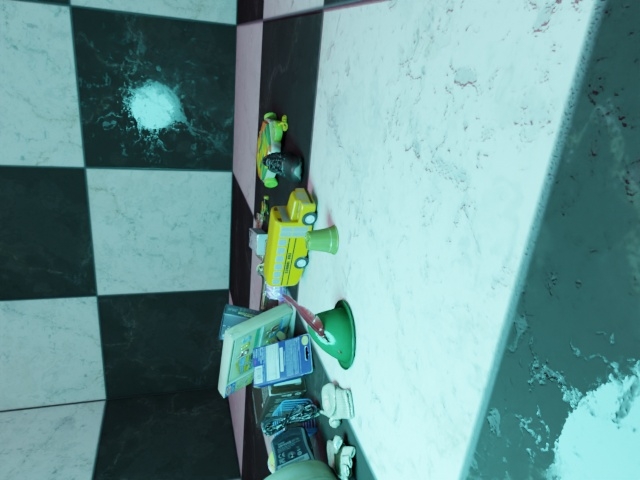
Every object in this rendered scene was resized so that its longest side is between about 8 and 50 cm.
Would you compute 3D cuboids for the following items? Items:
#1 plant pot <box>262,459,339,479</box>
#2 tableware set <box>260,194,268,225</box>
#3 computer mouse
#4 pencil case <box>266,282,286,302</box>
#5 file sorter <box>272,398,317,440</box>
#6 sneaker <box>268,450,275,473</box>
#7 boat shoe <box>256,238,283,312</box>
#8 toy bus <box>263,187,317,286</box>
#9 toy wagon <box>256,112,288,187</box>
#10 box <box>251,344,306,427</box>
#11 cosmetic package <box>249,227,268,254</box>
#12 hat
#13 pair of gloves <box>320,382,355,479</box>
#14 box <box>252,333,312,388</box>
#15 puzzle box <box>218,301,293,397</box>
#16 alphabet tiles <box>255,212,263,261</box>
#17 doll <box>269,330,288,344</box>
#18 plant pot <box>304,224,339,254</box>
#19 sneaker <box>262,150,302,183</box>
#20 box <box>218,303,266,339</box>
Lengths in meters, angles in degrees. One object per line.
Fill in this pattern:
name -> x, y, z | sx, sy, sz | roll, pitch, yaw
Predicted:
plant pot -> -0.025, 0.749, 1.093 | 0.280, 0.323, 0.323 | 32, 123, 51
tableware set -> -0.267, -0.153, 2.212 | 0.154, 0.024, 0.104 | 107, 158, -48
computer mouse -> -0.070, 0.621, 1.351 | 0.272, 0.189, 0.072 | -109, 0, -58
pencil case -> -0.167, 0.132, 1.818 | 0.088, 0.086, 0.206 | 16, 110, 43
file sorter -> -0.091, 0.603, 1.545 | 0.170, 0.118, 0.104 | 116, 152, -55
sneaker -> -0.145, 0.895, 1.816 | 0.208, 0.081, 0.094 | 45, 127, 56
boat shoe -> -0.217, 0.145, 1.942 | 0.116, 0.097, 0.324 | 163, 105, -73
toy bus -> -0.103, -0.006, 1.514 | 0.108, 0.130, 0.332 | -113, 27, -49
toy wagon -> -0.205, -0.396, 1.918 | 0.344, 0.068, 0.267 | 125, 140, -62
box -> -0.169, 0.554, 1.753 | 0.381, 0.143, 0.191 | 108, 154, -50
cosmetic package -> -0.300, 0.002, 2.231 | 0.239, 0.060, 0.098 | -155, 63, -71
hat -> -0.024, 0.236, 1.190 | 0.173, 0.184, 0.208 | 164, 104, -72
pair of gloves -> 0.041, 0.508, 1.240 | 0.204, 0.042, 0.240 | 151, 117, -71
box -> -0.124, 0.406, 1.555 | 0.036, 0.225, 0.136 | 44, -147, -51
puzzle box -> -0.261, 0.435, 1.811 | 0.052, 0.272, 0.409 | 46, 140, 30
alphabet tiles -> -0.319, -0.022, 2.404 | 0.198, 0.009, 0.237 | -156, 65, -71
doll -> -0.169, 0.418, 1.790 | 0.046, 0.129, 0.189 | 41, 155, 20
plant pot -> 0.000, 0.000, 1.273 | 0.083, 0.079, 0.083 | 178, 90, -73
sneaker -> -0.135, -0.261, 1.647 | 0.267, 0.106, 0.101 | -140, 52, -66
box -> -0.297, 0.363, 1.928 | 0.059, 0.233, 0.183 | -86, 12, -49
